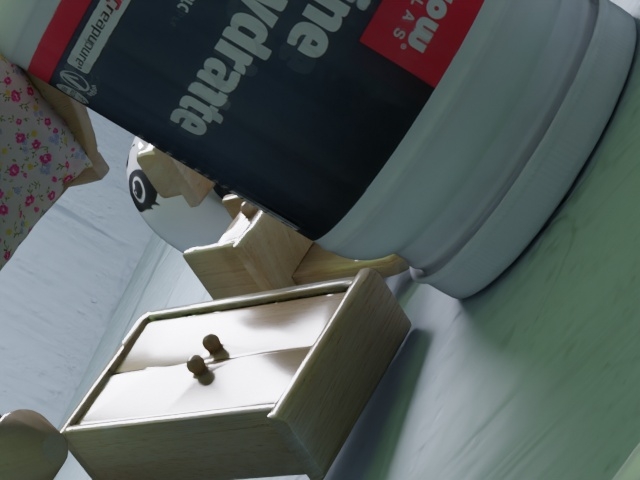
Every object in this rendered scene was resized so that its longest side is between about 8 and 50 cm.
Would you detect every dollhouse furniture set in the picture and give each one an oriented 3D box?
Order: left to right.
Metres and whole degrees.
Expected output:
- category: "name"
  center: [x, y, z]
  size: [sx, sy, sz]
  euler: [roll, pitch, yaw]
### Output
- category: "dollhouse furniture set"
  center: [-0.116, -0.049, 0.872]
  size: [0.173, 0.355, 0.303]
  euler: [-10, 33, 38]

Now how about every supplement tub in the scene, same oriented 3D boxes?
- category: "supplement tub"
  center: [-0.005, -0.110, 0.834]
  size: [0.191, 0.272, 0.191]
  euler: [-57, 9, 14]

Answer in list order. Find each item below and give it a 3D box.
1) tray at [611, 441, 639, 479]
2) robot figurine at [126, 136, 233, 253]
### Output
- category: "tray"
  center: [0.100, 0.099, 0.344]
  size: [0.145, 0.030, 0.270]
  euler: [-56, 9, 19]
- category: "robot figurine"
  center: [-0.047, -0.111, 1.419]
  size: [0.278, 0.173, 0.209]
  euler: [-58, -30, 10]
